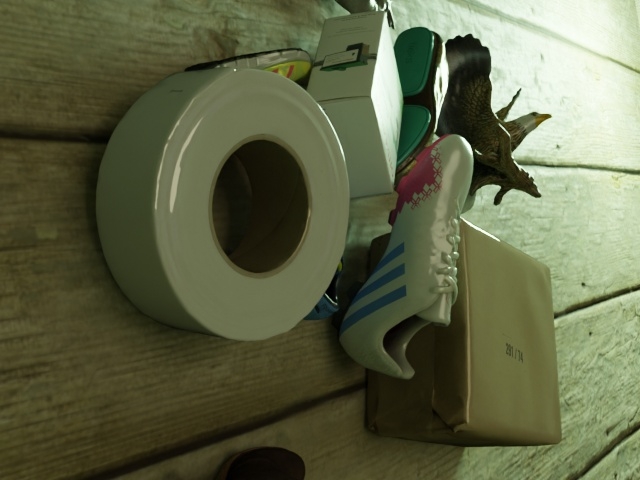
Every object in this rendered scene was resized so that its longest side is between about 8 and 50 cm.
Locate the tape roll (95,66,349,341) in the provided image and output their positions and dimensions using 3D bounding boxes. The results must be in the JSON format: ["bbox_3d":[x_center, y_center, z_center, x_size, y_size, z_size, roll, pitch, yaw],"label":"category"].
[{"bbox_3d":[-0.094,-0.039,0.907,0.286,0.100,0.286,-6,98,-47],"label":"tape roll"}]

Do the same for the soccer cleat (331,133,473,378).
[{"bbox_3d":[0.142,0.029,1.118,0.116,0.143,0.331,14,104,-51],"label":"soccer cleat"}]

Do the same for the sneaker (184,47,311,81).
[{"bbox_3d":[-0.082,-0.183,1.045,0.208,0.081,0.094,-27,111,-48],"label":"sneaker"}]

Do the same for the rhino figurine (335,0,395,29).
[{"bbox_3d":[0.046,-0.392,1.274,0.243,0.073,0.106,38,48,-44],"label":"rhino figurine"}]

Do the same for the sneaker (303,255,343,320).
[{"bbox_3d":[0.000,0.000,1.097,0.069,0.082,0.210,23,61,-47],"label":"sneaker"}]

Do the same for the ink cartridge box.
[{"bbox_3d":[0.050,-0.181,1.138,0.219,0.092,0.160,-80,159,-46],"label":"ink cartridge box"}]

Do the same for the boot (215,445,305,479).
[{"bbox_3d":[-0.035,0.273,0.863,0.248,0.206,0.090,-11,90,-55],"label":"boot"}]

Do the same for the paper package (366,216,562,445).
[{"bbox_3d":[0.223,0.153,1.290,0.324,0.168,0.310,23,63,-49],"label":"paper package"}]

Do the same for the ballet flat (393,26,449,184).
[{"bbox_3d":[0.135,-0.184,1.316,0.123,0.123,0.349,48,46,-36],"label":"ballet flat"}]

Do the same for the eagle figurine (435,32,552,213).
[{"bbox_3d":[0.300,-0.196,1.515,0.298,0.225,0.226,-107,-158,-46],"label":"eagle figurine"}]
